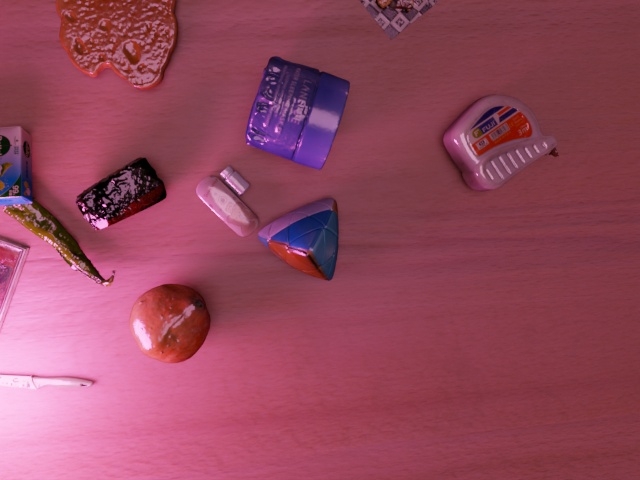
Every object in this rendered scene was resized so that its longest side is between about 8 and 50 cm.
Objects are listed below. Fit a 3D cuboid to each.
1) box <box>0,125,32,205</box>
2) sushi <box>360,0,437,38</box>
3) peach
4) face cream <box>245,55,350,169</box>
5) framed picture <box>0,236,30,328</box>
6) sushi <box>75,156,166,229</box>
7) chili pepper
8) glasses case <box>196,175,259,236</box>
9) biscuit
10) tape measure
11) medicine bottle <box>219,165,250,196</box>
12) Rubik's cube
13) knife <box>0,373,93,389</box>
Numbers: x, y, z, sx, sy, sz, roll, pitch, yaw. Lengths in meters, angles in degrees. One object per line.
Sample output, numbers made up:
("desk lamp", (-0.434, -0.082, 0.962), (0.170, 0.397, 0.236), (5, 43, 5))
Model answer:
("box", (-0.837, -0.191, 1.464), (0.139, 0.073, 0.194), (-5, 79, -6))
("sushi", (0.206, -0.705, 1.571), (0.193, 0.040, 0.210), (-39, 100, -1))
("peach", (-0.399, 0.218, 1.521), (0.233, 0.232, 0.232), (-1, 97, -7))
("face cream", (-0.066, -0.334, 1.478), (0.225, 0.249, 0.248), (16, 95, -6))
("framed picture", (-0.950, 0.108, 1.541), (0.217, 0.016, 0.273), (20, 94, -8))
("sushi", (-0.534, -0.127, 1.504), (0.225, 0.136, 0.126), (-27, 108, -8))
("chili pepper", (-0.701, 0.003, 1.528), (0.359, 0.076, 0.085), (41, 95, -3))
("glasses case", (-0.260, -0.096, 1.581), (0.204, 0.051, 0.081), (43, 92, -10))
("biscuit", (-0.533, -0.577, 1.489), (0.312, 0.057, 0.351), (-4, 96, -6))
("tape measure", (0.507, -0.282, 1.617), (0.258, 0.130, 0.265), (-35, 94, -5))
("medicine bottle", (-0.241, -0.167, 1.578), (0.047, 0.047, 0.083), (-44, 99, 0))
("Rubik's cube", (0.000, 0.000, 1.585), (0.255, 0.254, 0.254), (-1, 97, -7))
("knife", (-0.797, 0.404, 1.593), (0.293, 0.020, 0.043), (6, 98, -7))
